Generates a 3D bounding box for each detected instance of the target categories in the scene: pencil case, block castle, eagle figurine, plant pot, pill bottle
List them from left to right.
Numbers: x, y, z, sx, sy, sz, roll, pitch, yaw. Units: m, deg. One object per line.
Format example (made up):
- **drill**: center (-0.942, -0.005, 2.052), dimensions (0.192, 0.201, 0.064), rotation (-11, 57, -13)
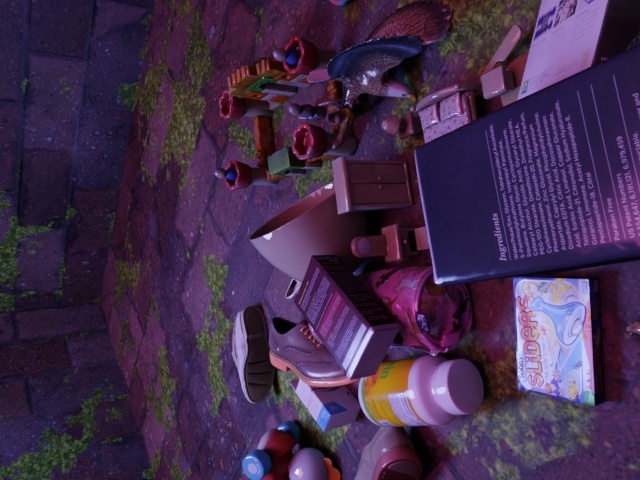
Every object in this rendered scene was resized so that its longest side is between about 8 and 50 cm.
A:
- **block castle**: center (-0.125, -0.321, 1.399), dimensions (0.453, 0.212, 0.303), rotation (-11, 84, 54)
- **plant pot**: center (0.000, 0.000, 1.242), dimensions (0.284, 0.284, 0.191), rotation (-17, 107, 53)
- **eagle figurine**: center (0.119, -0.369, 1.098), dimensions (0.298, 0.225, 0.226), rotation (118, 145, -50)
- **pencil case**: center (0.134, 0.156, 1.134), dimensions (0.160, 0.167, 0.386), rotation (49, 148, -19)
- **pill bottle**: center (0.202, 0.306, 1.063), dimensions (0.245, 0.136, 0.136), rotation (-28, 70, 51)

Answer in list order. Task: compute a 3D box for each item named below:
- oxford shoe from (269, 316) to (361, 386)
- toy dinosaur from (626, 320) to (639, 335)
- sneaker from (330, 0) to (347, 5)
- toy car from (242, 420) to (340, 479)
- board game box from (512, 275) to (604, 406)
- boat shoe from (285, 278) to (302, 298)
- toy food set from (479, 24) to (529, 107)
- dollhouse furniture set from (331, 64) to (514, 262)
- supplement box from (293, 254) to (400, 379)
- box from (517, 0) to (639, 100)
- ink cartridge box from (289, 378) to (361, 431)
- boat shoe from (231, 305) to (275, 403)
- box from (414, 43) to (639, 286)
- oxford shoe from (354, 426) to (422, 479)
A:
- **oxford shoe**: center (-0.020, 0.278, 1.339), dimensions (0.363, 0.130, 0.133), rotation (2, 105, 46)
- **toy dinosaur**: center (0.507, 0.133, 0.710), dimensions (0.183, 0.053, 0.093), rotation (-26, 70, 51)
- **sneaker**: center (-0.012, -0.653, 1.295), dimensions (0.262, 0.125, 0.104), rotation (36, 121, 46)
- **toy car**: center (-0.060, 0.645, 1.436), dimensions (0.237, 0.219, 0.210), rotation (6, 98, 25)
- **board game box**: center (0.396, 0.161, 0.875), dimensions (0.136, 0.035, 0.201), rotation (-4, 89, 53)
- **boat shoe**: center (-0.060, 0.113, 1.484), dimensions (0.049, 0.043, 0.137), rotation (53, 131, 40)
- **toy food set**: center (0.368, -0.263, 0.891), dimensions (0.192, 0.038, 0.132), rotation (59, 143, 25)
- **dollhouse furniture set**: center (0.189, -0.122, 0.988), dimensions (0.355, 0.173, 0.303), rotation (-15, 81, 60)
- **supplement box**: center (0.045, 0.149, 1.063), dimensions (0.239, 0.073, 0.130), rotation (49, 127, 41)
- **box**: center (0.375, -0.360, 0.712), dimensions (0.232, 0.058, 0.322), rotation (-97, 19, -84)
- **ink cartridge box**: center (0.009, 0.399, 1.358), dimensions (0.180, 0.104, 0.060), rotation (43, 126, 42)
- **boat shoe**: center (-0.221, 0.369, 1.673), dimensions (0.103, 0.113, 0.302), rotation (-33, 56, 51)
- **box**: center (0.374, -0.075, 0.674), dimensions (0.395, 0.293, 0.212), rotation (-19, 77, 52)
- **oxford shoe**: center (0.138, 0.556, 1.218), dimensions (0.130, 0.122, 0.348), rotation (-98, 25, -54)
